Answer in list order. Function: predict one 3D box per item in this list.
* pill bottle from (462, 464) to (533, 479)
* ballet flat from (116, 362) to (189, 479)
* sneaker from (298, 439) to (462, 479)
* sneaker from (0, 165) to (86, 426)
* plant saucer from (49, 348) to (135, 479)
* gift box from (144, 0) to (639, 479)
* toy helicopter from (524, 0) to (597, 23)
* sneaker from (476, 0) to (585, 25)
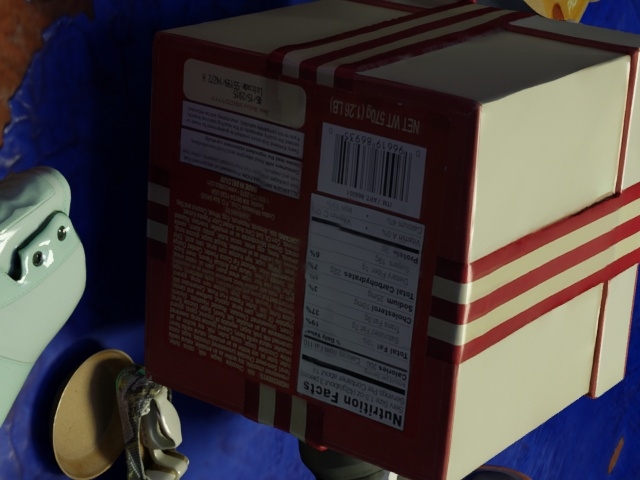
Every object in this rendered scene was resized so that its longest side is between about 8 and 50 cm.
[{"bbox_3d":[0.146,0.330,1.437,0.130,0.130,0.246,-25,122,-53],"label":"pill bottle"},{"bbox_3d":[-0.104,0.131,0.999,0.041,0.041,0.114,-40,135,-45],"label":"ballet flat"},{"bbox_3d":[0.050,0.124,1.078,0.267,0.101,0.106,-50,123,-65],"label":"sneaker"},{"bbox_3d":[-0.198,-0.002,0.764,0.151,0.094,0.256,-57,155,-20],"label":"sneaker"},{"bbox_3d":[-0.142,0.106,0.979,0.083,0.015,0.083,-31,127,-52],"label":"plant saucer"},{"bbox_3d":[0.068,-0.036,0.948,0.258,0.255,0.276,-20,125,-52],"label":"gift box"},{"bbox_3d":[0.177,-0.192,1.316,0.355,0.140,0.235,-57,137,-48],"label":"toy helicopter"},{"bbox_3d":[0.103,-0.115,1.126,0.094,0.235,0.153,-31,147,-40],"label":"sneaker"}]
